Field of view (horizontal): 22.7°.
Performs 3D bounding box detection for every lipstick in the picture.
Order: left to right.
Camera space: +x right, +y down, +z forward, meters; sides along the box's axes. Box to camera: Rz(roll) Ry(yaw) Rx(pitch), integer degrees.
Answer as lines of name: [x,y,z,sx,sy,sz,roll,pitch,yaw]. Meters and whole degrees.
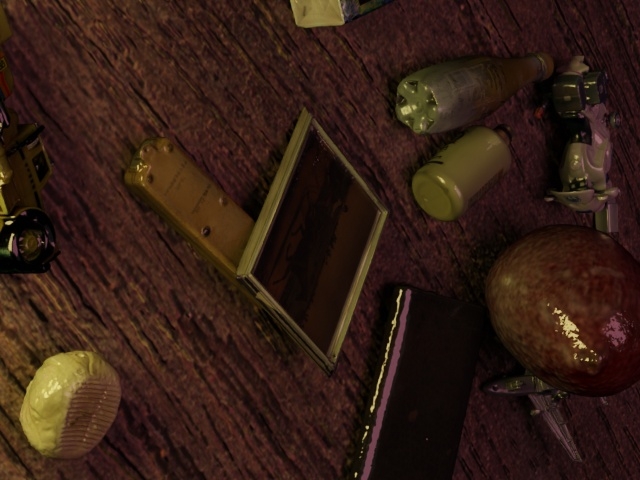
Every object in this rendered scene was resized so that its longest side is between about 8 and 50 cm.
lipstick: [0.401,-0.063,2.248,0.025,0.025,0.107,-3,90,-44]

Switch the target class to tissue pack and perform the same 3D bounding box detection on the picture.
tissue pack: [0.028,-0.296,1.817,0.111,0.085,0.079,-30,114,-37]

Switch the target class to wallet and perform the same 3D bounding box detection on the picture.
wallet: [0.114,0.220,1.992,0.170,0.044,0.321,16,86,-42]

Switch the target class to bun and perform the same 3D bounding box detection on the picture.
bun: [-0.256,0.162,1.607,0.115,0.069,0.115,-36,139,-39]

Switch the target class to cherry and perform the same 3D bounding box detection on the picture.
cherry: [0.329,0.094,2.033,0.203,0.300,0.230,-37,108,7]

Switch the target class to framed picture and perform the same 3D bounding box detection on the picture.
framed picture: [0.000,0.000,1.829,0.197,0.014,0.252,49,47,-36]

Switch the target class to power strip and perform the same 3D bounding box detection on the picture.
power strip: [-0.109,-0.009,1.748,0.305,0.044,0.064,45,64,-36]

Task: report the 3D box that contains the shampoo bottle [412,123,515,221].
shampoo bottle: [0.189,-0.095,1.999,0.162,0.079,0.079,-42,122,-33]

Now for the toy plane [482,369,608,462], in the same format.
toy plane: [0.309,0.193,2.166,0.226,0.058,0.226,1,78,-44]

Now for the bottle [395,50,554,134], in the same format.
bottle: [0.201,-0.194,2.001,0.269,0.083,0.083,-21,109,-45]

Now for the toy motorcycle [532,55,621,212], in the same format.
toy motorcycle: [0.351,-0.130,2.145,0.150,0.102,0.221,-41,123,-52]

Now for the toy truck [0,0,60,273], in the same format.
toy truck: [-0.320,-0.091,1.483,0.127,0.127,0.257,-42,123,-50]
